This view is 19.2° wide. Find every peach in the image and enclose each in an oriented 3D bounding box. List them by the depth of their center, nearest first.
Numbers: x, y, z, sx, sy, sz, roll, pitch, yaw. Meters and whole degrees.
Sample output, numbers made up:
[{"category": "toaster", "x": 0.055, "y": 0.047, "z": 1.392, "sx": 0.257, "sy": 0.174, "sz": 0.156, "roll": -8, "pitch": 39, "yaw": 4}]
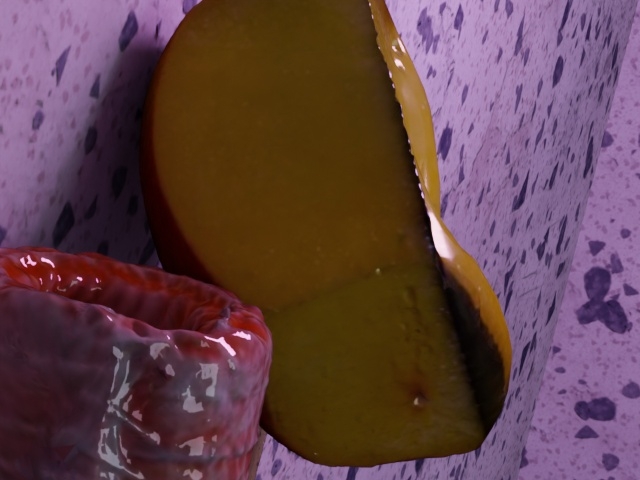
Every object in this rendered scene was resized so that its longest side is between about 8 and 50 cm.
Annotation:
[{"category": "peach", "x": 0.000, "y": 0.000, "z": 1.507, "sx": 0.306, "sy": 0.242, "sz": 0.380, "roll": 58, "pitch": 12, "yaw": -72}]

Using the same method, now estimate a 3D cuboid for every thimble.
[{"category": "thimble", "x": -0.150, "y": 0.098, "z": 1.273, "sx": 0.239, "sy": 0.239, "sz": 0.162, "roll": -10, "pitch": 114, "yaw": -71}]

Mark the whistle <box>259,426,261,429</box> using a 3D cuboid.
[{"category": "whistle", "x": -0.102, "y": 0.152, "z": 1.613, "sx": 0.141, "sy": 0.141, "sz": 0.294, "roll": 86, "pitch": 26, "yaw": -47}]

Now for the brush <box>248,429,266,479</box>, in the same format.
[{"category": "brush", "x": -0.064, "y": 0.158, "z": 1.913, "sx": 0.043, "sy": 0.036, "sz": 0.248, "roll": 75, "pitch": 27, "yaw": -66}]
